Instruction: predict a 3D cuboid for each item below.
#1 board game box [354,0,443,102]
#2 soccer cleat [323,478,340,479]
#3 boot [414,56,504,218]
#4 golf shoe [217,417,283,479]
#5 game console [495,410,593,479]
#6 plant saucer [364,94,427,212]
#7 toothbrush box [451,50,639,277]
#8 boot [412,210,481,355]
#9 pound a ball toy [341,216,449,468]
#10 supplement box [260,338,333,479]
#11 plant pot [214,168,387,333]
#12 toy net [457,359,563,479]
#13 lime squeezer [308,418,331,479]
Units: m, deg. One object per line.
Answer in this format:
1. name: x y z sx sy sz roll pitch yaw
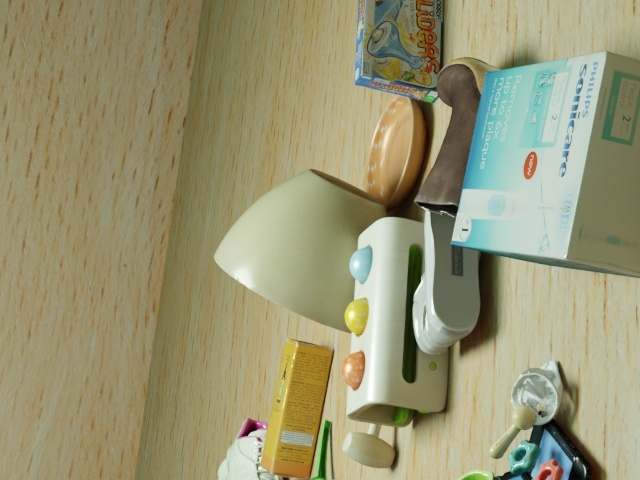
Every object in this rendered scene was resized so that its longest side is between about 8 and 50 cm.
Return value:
1. board game box: 0.125 -0.324 2.056 0.035 0.136 0.201 132 145 -60
2. soccer cleat: 0.012 0.444 1.916 0.331 0.143 0.116 118 161 -60
3. boot: 0.179 -0.136 1.725 0.207 0.090 0.248 -54 26 -7
4. golf shoe: -0.117 0.423 2.392 0.306 0.115 0.140 -143 69 -70
5. game console: 0.223 0.267 1.433 0.144 0.085 0.124 -122 42 -66
6. plant saucer: 0.124 -0.139 2.107 0.200 0.037 0.200 -168 90 -74
7. toothbrush box: 0.274 -0.079 1.437 0.295 0.126 0.216 -168 89 -72
8. boot: 0.166 0.026 1.770 0.123 0.095 0.258 123 159 -62
9. pound a ball toy: 0.083 0.150 1.879 0.208 0.135 0.319 138 141 -63
10. supplement box: -0.041 0.294 2.286 0.078 0.080 0.233 -175 95 -72
11. plant pot: 0.000 0.000 2.042 0.191 0.284 0.284 -65 19 8
12. toy net: 0.221 0.218 1.434 0.122 0.045 0.232 -19 38 52
13. lime squeezer: 0.012 0.398 2.080 0.310 0.058 0.110 -122 46 -67
